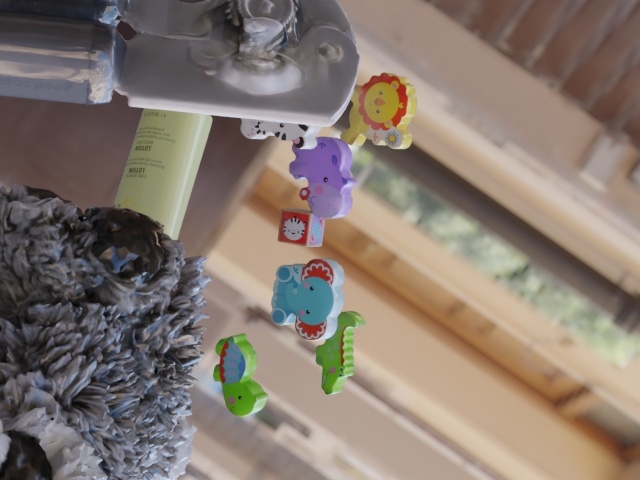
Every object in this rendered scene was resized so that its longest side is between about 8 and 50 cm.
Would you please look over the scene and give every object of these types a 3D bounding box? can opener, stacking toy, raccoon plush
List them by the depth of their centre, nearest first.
[{"bbox_3d":[-0.121,-0.089,0.937,0.095,0.283,0.076,108,-15,-61],"label":"can opener"},{"bbox_3d":[-0.153,0.171,1.217,0.446,0.216,0.299,47,39,-54],"label":"raccoon plush"},{"bbox_3d":[0.000,0.000,1.247,0.167,0.052,0.221,-5,104,-65],"label":"stacking toy"}]

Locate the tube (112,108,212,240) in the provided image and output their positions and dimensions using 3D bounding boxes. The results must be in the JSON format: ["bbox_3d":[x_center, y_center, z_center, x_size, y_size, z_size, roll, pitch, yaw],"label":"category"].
[{"bbox_3d":[-0.153,-0.005,1.673,0.070,0.062,0.240,130,-23,-74],"label":"tube"}]
